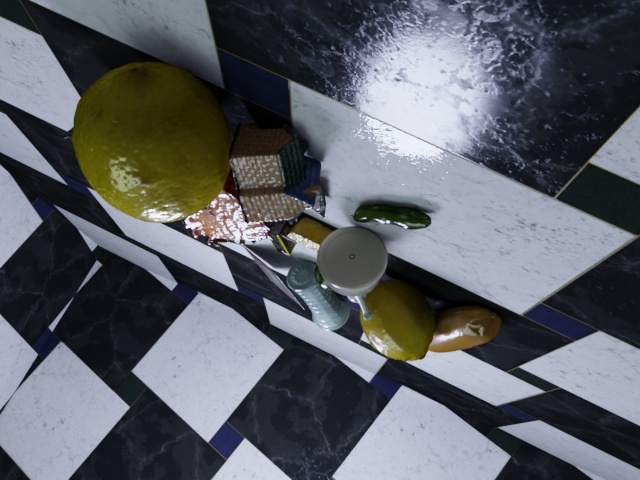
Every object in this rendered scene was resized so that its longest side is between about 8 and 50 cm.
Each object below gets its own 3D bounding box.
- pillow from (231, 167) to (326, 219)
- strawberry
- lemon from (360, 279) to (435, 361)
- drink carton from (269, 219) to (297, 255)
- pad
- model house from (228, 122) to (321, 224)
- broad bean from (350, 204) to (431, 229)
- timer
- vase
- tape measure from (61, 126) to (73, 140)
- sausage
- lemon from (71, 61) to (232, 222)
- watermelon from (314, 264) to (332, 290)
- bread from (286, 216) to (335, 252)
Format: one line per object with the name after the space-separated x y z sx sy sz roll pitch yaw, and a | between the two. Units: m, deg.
-0.095 -0.135 1.626 0.255 0.059 0.169 22 162 12 | pillow
-0.272 -0.108 1.848 0.253 0.150 0.280 -13 139 35 | strawberry
0.219 0.225 1.939 0.260 0.204 0.204 58 167 9 | lemon
-0.107 -0.019 1.973 0.056 0.071 0.166 25 165 19 | drink carton
-0.171 0.126 2.402 0.202 0.005 0.300 54 169 -31 | pad
-0.081 -0.148 1.420 0.172 0.166 0.183 -1 138 15 | model house
0.146 -0.055 1.508 0.065 0.046 0.254 31 166 -36 | broad bean
0.087 0.100 1.786 0.175 0.175 0.266 23 156 16 | timer
-0.012 0.185 2.338 0.143 0.143 0.299 17 157 31 | vase
-0.432 -0.215 1.585 0.149 0.245 0.231 8 139 50 | tape measure
0.390 0.251 1.941 0.134 0.116 0.354 40 159 -3 | sausage
-0.335 -0.195 1.380 0.336 0.336 0.336 25 164 8 | lemon
0.033 0.103 2.074 0.109 0.109 0.109 25 164 8 | watermelon
0.000 0.000 1.875 0.187 0.065 0.103 27 162 6 | bread
